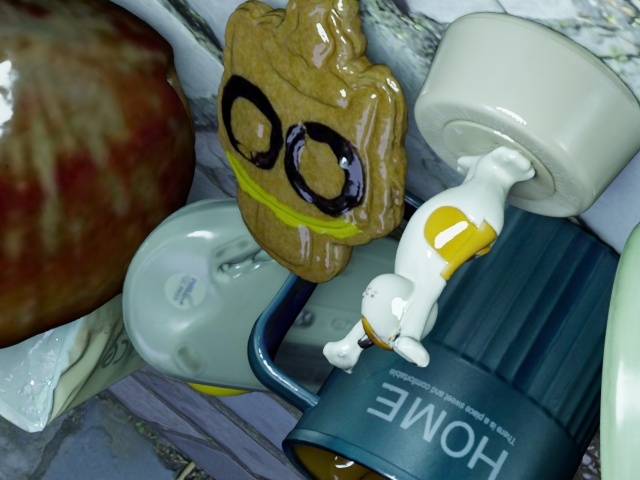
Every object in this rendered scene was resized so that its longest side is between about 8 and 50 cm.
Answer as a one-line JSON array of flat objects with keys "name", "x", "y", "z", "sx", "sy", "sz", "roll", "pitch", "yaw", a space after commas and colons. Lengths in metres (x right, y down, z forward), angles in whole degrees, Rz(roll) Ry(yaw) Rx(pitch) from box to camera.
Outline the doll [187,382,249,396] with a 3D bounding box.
[{"name": "doll", "x": -0.074, "y": 0.142, "z": 2.297, "sx": 0.363, "sy": 0.199, "sz": 0.145, "roll": 18, "pitch": 122, "yaw": 3}]

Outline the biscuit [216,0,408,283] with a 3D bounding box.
[{"name": "biscuit", "x": -0.011, "y": -0.088, "z": 1.474, "sx": 0.208, "sy": 0.041, "sz": 0.290, "roll": 33, "pitch": 134, "yaw": 30}]

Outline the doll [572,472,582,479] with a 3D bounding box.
[{"name": "doll", "x": 0.336, "y": 0.347, "z": 1.983, "sx": 0.350, "sy": 0.247, "sz": 0.247, "roll": 25, "pitch": 169, "yaw": -31}]

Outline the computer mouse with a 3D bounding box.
[{"name": "computer mouse", "x": -0.036, "y": 0.058, "z": 1.709, "sx": 0.331, "sy": 0.197, "sz": 0.095, "roll": 14, "pitch": -155, "yaw": -30}]

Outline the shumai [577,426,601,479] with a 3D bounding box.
[{"name": "shumai", "x": 0.303, "y": 0.187, "z": 1.788, "sx": 0.145, "sy": 0.145, "sz": 0.116, "roll": 38, "pitch": -179, "yaw": -16}]

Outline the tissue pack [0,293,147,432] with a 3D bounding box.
[{"name": "tissue pack", "x": -0.348, "y": 0.029, "z": 2.058, "sx": 0.332, "sy": 0.205, "sz": 0.405, "roll": 27, "pitch": -163, "yaw": 11}]

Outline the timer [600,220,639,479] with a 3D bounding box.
[{"name": "timer", "x": 0.386, "y": 0.126, "z": 1.298, "sx": 0.315, "sy": 0.290, "sz": 0.291, "roll": 1, "pitch": 150, "yaw": 22}]

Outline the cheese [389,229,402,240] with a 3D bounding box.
[{"name": "cheese", "x": 0.000, "y": 0.000, "z": 1.827, "sx": 0.167, "sy": 0.094, "sz": 0.123, "roll": 33, "pitch": 148, "yaw": 2}]

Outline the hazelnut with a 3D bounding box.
[{"name": "hazelnut", "x": -0.336, "y": -0.094, "z": 1.688, "sx": 0.402, "sy": 0.429, "sz": 0.402, "roll": 170, "pitch": 90, "yaw": -69}]

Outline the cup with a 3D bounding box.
[{"name": "cup", "x": 0.118, "y": 0.118, "z": 1.616, "sx": 0.308, "sy": 0.292, "sz": 0.242, "roll": 25, "pitch": 161, "yaw": 28}]

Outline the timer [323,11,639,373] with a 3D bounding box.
[{"name": "timer", "x": 0.106, "y": -0.017, "z": 1.313, "sx": 0.175, "sy": 0.266, "sz": 0.175, "roll": 30, "pitch": 162, "yaw": 11}]
